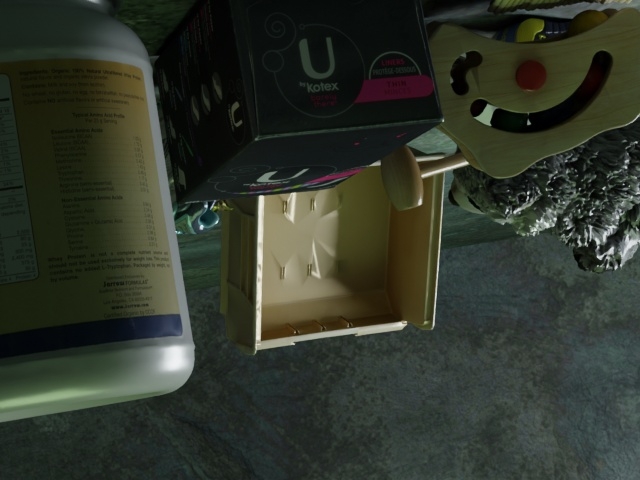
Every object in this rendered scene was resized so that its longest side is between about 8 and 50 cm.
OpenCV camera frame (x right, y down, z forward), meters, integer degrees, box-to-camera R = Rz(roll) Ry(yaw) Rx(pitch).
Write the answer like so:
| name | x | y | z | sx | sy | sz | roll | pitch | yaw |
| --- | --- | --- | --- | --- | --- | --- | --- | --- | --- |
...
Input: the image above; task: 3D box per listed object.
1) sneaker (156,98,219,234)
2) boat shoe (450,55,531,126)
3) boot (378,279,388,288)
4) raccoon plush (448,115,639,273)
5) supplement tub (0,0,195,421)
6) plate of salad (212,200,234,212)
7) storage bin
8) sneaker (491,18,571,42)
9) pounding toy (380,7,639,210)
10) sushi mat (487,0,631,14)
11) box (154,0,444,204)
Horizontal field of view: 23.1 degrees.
| name | x | y | z | sx | sy | sz | roll | pitch | yaw |
| --- | --- | --- | --- | --- | --- | --- | --- | --- | --- |
| sneaker | -0.167 | -0.049 | 1.517 | 0.283 | 0.122 | 0.110 | -35 | 164 | 0 |
| boat shoe | 0.127 | -0.155 | 1.560 | 0.219 | 0.070 | 0.078 | 8 | 126 | -17 |
| boot | 0.000 | 0.000 | 2.231 | 0.262 | 0.204 | 0.095 | -11 | 173 | 13 |
| raccoon plush | 0.358 | -0.152 | 1.885 | 0.446 | 0.216 | 0.299 | -41 | 149 | 14 |
| supplement tub | -0.220 | -0.035 | 1.113 | 0.228 | 0.316 | 0.228 | -9 | 173 | -1 |
| plate of salad | -0.090 | -0.086 | 1.731 | 0.200 | 0.048 | 0.200 | -38 | 167 | -11 |
| storage bin | 0.012 | 0.009 | 2.030 | 0.262 | 0.260 | 0.123 | -7 | -161 | -26 |
| sneaker | 0.226 | -0.191 | 1.575 | 0.144 | 0.053 | 0.059 | 7 | 166 | -43 |
| pounding toy | 0.164 | -0.148 | 1.483 | 0.269 | 0.154 | 0.155 | -24 | -170 | -2 |
| sushi mat | 0.245 | -0.242 | 1.294 | 0.151 | 0.019 | 0.316 | -7 | 173 | -9 |
| box | -0.028 | -0.129 | 1.339 | 0.165 | 0.143 | 0.270 | -8 | 173 | -19 |
